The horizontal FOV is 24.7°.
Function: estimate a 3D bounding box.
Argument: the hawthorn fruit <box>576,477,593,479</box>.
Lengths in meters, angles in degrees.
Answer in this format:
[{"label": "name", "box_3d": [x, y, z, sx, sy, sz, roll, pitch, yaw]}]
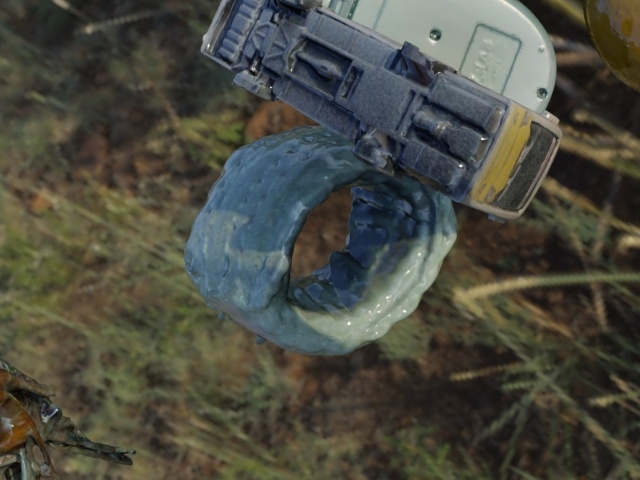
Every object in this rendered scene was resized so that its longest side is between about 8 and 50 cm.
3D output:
[{"label": "hawthorn fruit", "box_3d": [0.267, 0.274, 1.475, 0.103, 0.066, 0.067, 74, -139, -78]}]

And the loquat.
[{"label": "loquat", "box_3d": [0.265, -0.172, 1.062, 0.163, 0.163, 0.137, -23, 80, 47]}]

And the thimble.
[{"label": "thimble", "box_3d": [0.000, 0.000, 1.395, 0.250, 0.205, 0.172, -27, 26, -22]}]

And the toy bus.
[{"label": "toy bus", "box_3d": [0.040, -0.122, 1.189, 0.342, 0.138, 0.097, 33, 99, 40]}]

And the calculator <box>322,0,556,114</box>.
[{"label": "calculator", "box_3d": [0.101, -0.201, 1.513, 0.041, 0.298, 0.186, -150, 82, -84]}]

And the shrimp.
[{"label": "shrimp", "box_3d": [-0.282, 0.132, 0.995, 0.172, 0.372, 0.137, -14, 54, 32]}]
